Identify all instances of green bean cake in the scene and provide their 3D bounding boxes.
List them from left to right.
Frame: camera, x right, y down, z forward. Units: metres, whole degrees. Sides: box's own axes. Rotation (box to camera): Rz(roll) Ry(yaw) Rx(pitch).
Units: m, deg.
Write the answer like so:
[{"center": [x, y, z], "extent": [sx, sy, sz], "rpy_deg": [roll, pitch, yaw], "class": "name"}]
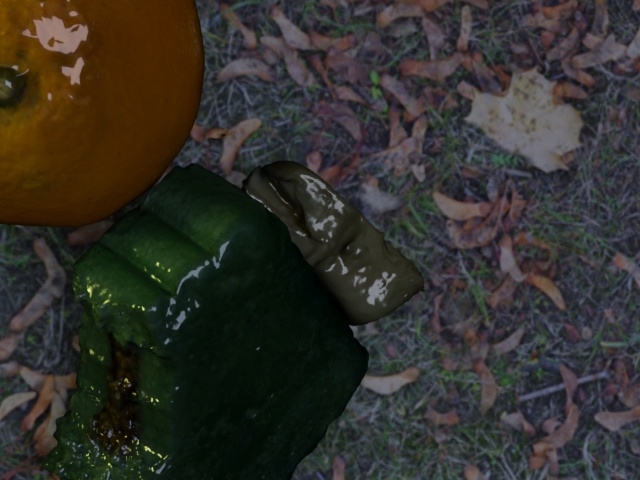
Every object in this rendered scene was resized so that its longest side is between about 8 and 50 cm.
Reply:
[{"center": [-0.134, 0.122, 1.787], "extent": [0.300, 0.169, 0.308], "rpy_deg": [-47, 139, -14], "class": "green bean cake"}]

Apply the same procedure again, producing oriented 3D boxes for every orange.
[{"center": [-0.260, -0.160, 1.742], "extent": [0.312, 0.312, 0.312], "rpy_deg": [0, 89, -18], "class": "orange"}]

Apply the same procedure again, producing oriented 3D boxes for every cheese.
[{"center": [0.000, 0.000, 1.883], "extent": [0.202, 0.175, 0.091], "rpy_deg": [43, 85, -15], "class": "cheese"}]
